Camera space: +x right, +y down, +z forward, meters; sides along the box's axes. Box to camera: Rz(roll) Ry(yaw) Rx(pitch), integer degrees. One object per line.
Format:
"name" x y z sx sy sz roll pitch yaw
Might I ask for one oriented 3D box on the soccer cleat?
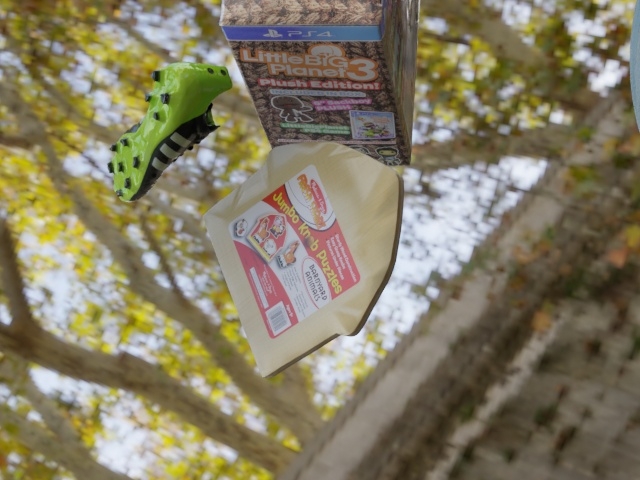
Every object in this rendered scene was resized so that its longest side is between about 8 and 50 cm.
"soccer cleat" -0.131 -0.090 1.328 0.072 0.060 0.179 -5 -29 -32

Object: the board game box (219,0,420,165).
"board game box" 0.011 -0.234 1.456 0.291 0.141 0.232 69 -157 -66

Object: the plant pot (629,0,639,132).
"plant pot" 0.285 -0.069 0.719 0.196 0.293 0.293 -47 -41 -66

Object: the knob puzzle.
"knob puzzle" 0.000 0.000 1.331 0.030 0.213 0.213 17 -89 -53
